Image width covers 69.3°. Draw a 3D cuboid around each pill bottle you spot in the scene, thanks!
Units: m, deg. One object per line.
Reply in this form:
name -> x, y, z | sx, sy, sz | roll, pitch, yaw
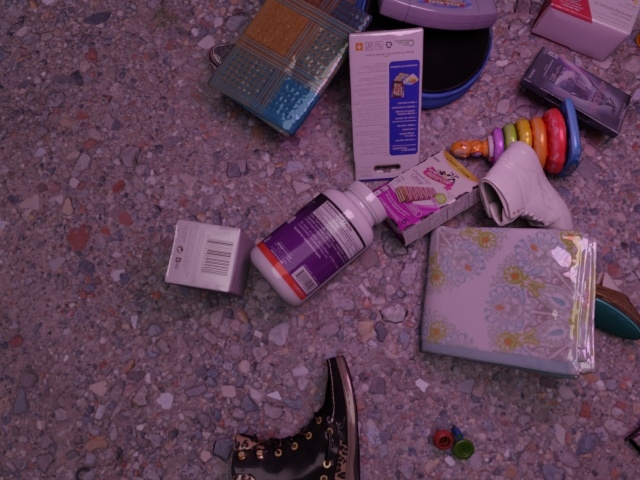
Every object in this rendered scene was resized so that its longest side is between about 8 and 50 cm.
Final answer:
pill bottle -> 0.000, 0.000, 1.129 | 0.323, 0.181, 0.181 | -40, 80, -7

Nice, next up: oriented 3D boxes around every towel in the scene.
towel -> 0.427, 0.131, 1.075 | 0.374, 0.090, 0.320 | 3, 77, 29
towel -> -0.079, -0.477, 1.181 | 0.271, 0.040, 0.370 | 36, 92, 8

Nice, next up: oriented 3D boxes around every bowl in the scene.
bowl -> 0.275, -0.555, 1.236 | 0.391, 0.077, 0.391 | 0, 89, -10

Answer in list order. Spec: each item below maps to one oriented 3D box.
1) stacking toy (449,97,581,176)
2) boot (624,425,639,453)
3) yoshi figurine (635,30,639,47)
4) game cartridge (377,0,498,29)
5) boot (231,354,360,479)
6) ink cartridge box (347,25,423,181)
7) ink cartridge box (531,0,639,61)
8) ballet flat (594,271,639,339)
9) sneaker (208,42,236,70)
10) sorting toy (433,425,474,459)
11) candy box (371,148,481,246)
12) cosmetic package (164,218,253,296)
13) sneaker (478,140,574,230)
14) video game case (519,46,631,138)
stacking toy -> 0.490, -0.244, 1.193 | 0.302, 0.175, 0.165 | -3, 76, 12
boot -> 0.825, 0.491, 1.071 | 0.137, 0.077, 0.198 | -41, 67, -2
yoshi figurine -> 1.060, -0.621, 1.258 | 0.362, 0.203, 0.203 | -40, 39, 8
game cartridge -> 0.285, -0.608, 1.138 | 0.297, 0.062, 0.198 | 1, 61, -10
boot -> -0.055, 0.462, 1.066 | 0.284, 0.138, 0.377 | -2, 84, 1
ink cartridge box -> 0.165, -0.336, 1.180 | 0.176, 0.069, 0.371 | -4, 116, 2
ink cartridge box -> 0.757, -0.688, 1.273 | 0.226, 0.131, 0.306 | 24, 82, 6
ballet flat -> 0.635, 0.115, 1.138 | 0.342, 0.116, 0.124 | 24, 63, 10
sneaker -> -0.161, -0.488, 1.266 | 0.299, 0.112, 0.120 | 15, 79, 5
sorting toy -> 0.315, 0.473, 1.102 | 0.102, 0.042, 0.061 | 25, 96, -6
candy box -> 0.264, -0.112, 1.170 | 0.233, 0.071, 0.159 | -31, 53, -5
cosmetic package -> -0.262, 0.048, 1.124 | 0.151, 0.183, 0.151 | 9, 79, 3
sneaker -> 0.489, -0.073, 1.126 | 0.169, 0.108, 0.292 | -44, 107, -15
video game case -> 0.681, -0.400, 1.232 | 0.274, 0.026, 0.196 | 34, 57, 8
